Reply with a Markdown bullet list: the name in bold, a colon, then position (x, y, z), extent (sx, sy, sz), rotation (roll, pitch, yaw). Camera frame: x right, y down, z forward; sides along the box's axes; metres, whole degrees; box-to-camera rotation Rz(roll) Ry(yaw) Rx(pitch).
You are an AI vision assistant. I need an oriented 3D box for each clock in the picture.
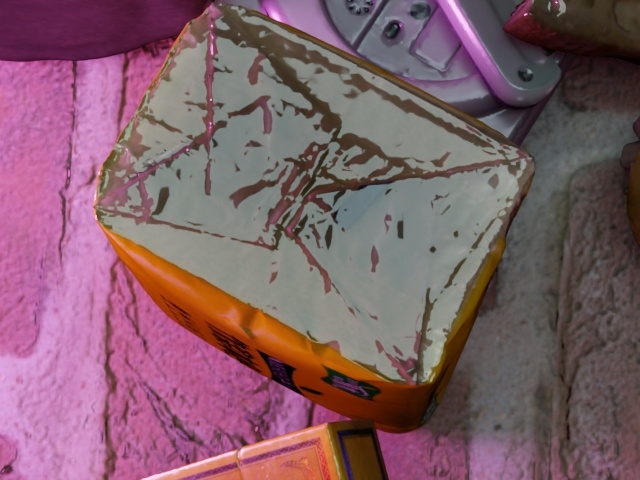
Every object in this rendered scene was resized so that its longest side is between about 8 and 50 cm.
- **clock**: position (0.086, -0.228, 1.609), extent (0.322, 0.113, 0.295), rotation (31, 83, 8)

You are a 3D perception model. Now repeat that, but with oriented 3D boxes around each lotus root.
- **lotus root**: position (0.283, -0.231, 1.526), extent (0.170, 0.074, 0.260), rotation (40, 64, -16)

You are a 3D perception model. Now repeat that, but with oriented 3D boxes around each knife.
- **knife**: position (0.127, -0.233, 1.533), extent (0.073, 0.040, 0.265), rotation (-28, 78, -13)

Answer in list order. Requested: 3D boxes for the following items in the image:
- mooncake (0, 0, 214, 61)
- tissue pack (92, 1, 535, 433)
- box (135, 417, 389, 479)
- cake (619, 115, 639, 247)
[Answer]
- **mooncake**: position (-0.240, -0.264, 1.545), extent (0.306, 0.306, 0.154), rotation (2, 75, 2)
- **tissue pack**: position (0.000, 0.000, 1.438), extent (0.293, 0.382, 0.228), rotation (28, 80, 6)
- **box**: position (-0.075, 0.279, 1.479), extent (0.301, 0.084, 0.192), rotation (-20, 80, 28)
- **cake**: position (0.352, -0.056, 1.556), extent (0.208, 0.178, 0.185), rotation (15, 103, -28)
